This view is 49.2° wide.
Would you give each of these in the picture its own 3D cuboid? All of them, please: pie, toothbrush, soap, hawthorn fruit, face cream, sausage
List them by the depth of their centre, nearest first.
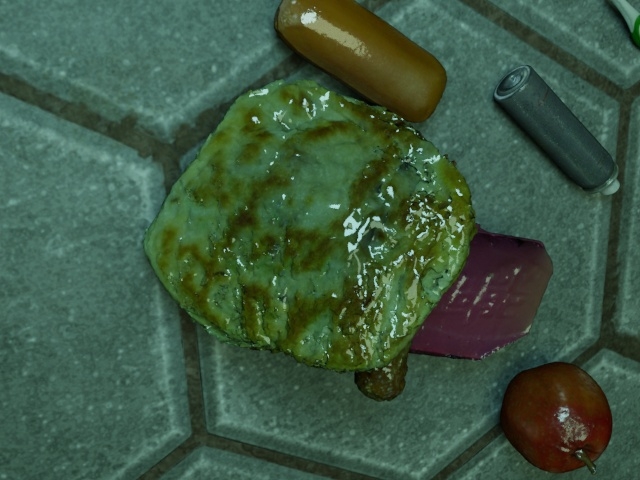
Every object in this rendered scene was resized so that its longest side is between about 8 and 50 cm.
[{"bbox_3d":[-0.015,-0.021,0.945,0.418,0.180,0.395,25,88,9],"label":"pie"},{"bbox_3d":[0.060,-0.263,0.980,0.274,0.105,0.105,27,96,-24],"label":"sausage"},{"bbox_3d":[0.208,0.079,1.120,0.325,0.127,0.220,9,105,-22],"label":"soap"},{"bbox_3d":[0.395,-0.168,1.138,0.283,0.073,0.073,38,91,-24],"label":"face cream"},{"bbox_3d":[0.542,-0.337,1.156,0.418,0.040,0.042,31,92,-24],"label":"toothbrush"},{"bbox_3d":[0.420,0.324,1.212,0.196,0.225,0.197,-2,112,-6],"label":"hawthorn fruit"}]
